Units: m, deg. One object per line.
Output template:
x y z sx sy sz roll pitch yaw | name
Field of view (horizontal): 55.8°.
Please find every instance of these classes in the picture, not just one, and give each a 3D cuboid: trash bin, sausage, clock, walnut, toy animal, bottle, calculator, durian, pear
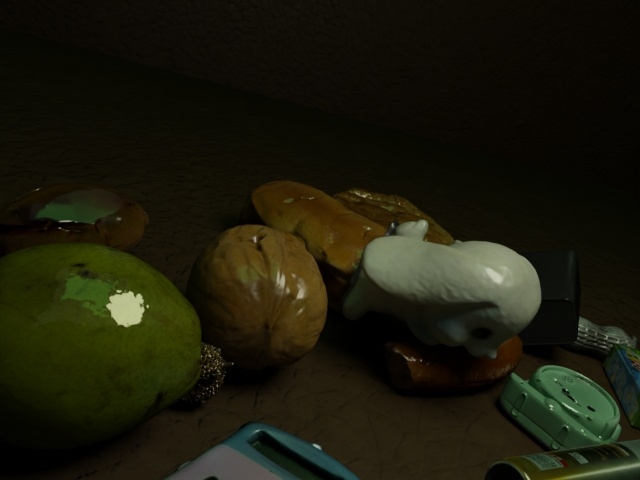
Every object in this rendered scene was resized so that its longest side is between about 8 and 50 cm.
0.426 0.114 1.198 0.165 0.115 0.225 -5 18 23 | trash bin
0.226 0.191 0.963 0.302 0.076 0.103 2 28 -35 | sausage
0.392 0.259 0.951 0.210 0.066 0.159 -4 32 -44 | clock
-0.086 0.078 0.836 0.195 0.196 0.222 13 15 -14 | walnut
0.193 0.063 0.934 0.289 0.174 0.249 9 10 25 | toy animal
0.340 0.307 0.775 0.286 0.082 0.082 4 26 -30 | bottle
-0.078 0.265 0.569 0.172 0.051 0.293 20 20 28 | calculator
-0.376 -0.017 0.905 0.245 0.137 0.137 -14 38 -41 | walnut
-0.147 0.160 0.734 0.091 0.080 0.080 -8 22 5 | durian
-0.255 0.105 0.623 0.269 0.213 0.212 5 25 -14 | pear

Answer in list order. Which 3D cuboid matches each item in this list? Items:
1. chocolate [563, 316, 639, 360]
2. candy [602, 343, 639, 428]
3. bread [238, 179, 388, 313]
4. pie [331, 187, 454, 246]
0.552 0.198 1.208 0.166 0.072 0.072 18 22 0 | chocolate
0.585 0.268 1.084 0.097 0.062 0.194 21 22 3 | candy
-0.001 -0.005 1.146 0.195 0.149 0.344 -5 32 -46 | bread
0.161 -0.028 1.424 0.339 0.083 0.339 17 24 -8 | pie
